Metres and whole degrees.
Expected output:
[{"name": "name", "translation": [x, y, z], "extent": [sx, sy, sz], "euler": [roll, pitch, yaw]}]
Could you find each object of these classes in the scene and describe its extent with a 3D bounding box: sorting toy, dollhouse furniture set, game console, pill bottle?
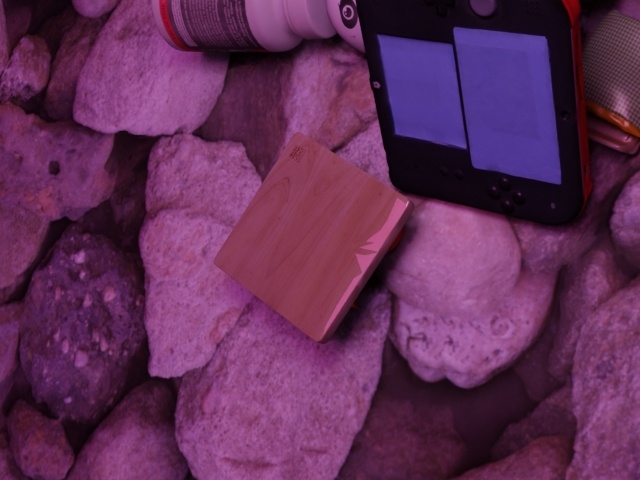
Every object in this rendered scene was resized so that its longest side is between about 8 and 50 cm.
[{"name": "sorting toy", "translation": [0.000, 0.000, 1.742], "extent": [0.255, 0.089, 0.257], "euler": [35, 93, 34]}, {"name": "dollhouse furniture set", "translation": [0.356, -0.273, 1.582], "extent": [0.301, 0.151, 0.197], "euler": [29, 90, 34]}, {"name": "game console", "translation": [0.212, -0.207, 1.546], "extent": [0.342, 0.386, 0.060], "euler": [12, 41, 32]}, {"name": "pill bottle", "translation": [-0.122, -0.416, 1.900], "extent": [0.319, 0.176, 0.176], "euler": [6, 77, 33]}]

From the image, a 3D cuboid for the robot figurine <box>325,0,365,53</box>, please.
[{"name": "robot figurine", "translation": [0.131, -0.427, 1.753], "extent": [0.278, 0.173, 0.209], "euler": [-50, 54, 7]}]
